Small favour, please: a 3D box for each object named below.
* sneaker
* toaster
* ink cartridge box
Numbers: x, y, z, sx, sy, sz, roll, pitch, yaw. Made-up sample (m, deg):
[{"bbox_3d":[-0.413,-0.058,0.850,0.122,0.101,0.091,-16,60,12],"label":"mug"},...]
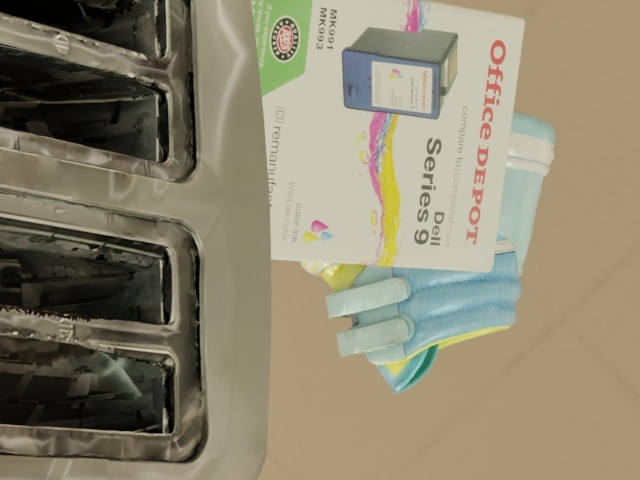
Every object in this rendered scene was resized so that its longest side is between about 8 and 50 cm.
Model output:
[{"bbox_3d":[0.000,0.000,1.406,0.319,0.127,0.208,5,90,13],"label":"sneaker"},{"bbox_3d":[-0.101,-0.004,0.532,0.185,0.110,0.168,12,73,-50],"label":"toaster"},{"bbox_3d":[0.005,-0.066,1.111,0.212,0.093,0.154,5,95,-41],"label":"ink cartridge box"}]
